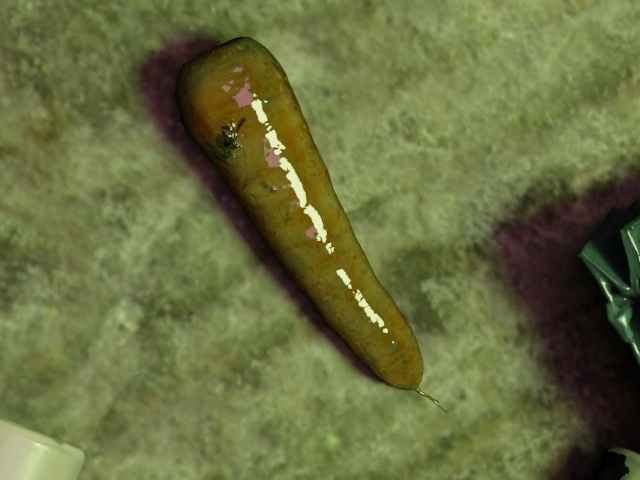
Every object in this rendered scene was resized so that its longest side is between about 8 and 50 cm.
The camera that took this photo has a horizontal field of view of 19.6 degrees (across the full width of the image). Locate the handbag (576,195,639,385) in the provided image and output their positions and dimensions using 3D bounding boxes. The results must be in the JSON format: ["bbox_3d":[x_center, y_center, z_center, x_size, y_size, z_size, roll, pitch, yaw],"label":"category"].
[{"bbox_3d":[0.255,0.080,1.246,0.062,0.179,0.229,-26,95,28],"label":"handbag"}]

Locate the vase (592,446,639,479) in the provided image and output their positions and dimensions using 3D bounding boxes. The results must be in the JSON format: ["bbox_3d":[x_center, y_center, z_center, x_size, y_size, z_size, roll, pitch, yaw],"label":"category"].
[{"bbox_3d":[0.103,0.292,1.212,0.360,0.165,0.165,-40,96,-16],"label":"vase"}]

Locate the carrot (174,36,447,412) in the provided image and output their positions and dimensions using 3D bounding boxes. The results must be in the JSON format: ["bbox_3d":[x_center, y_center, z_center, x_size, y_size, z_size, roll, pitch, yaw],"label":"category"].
[{"bbox_3d":[0.000,0.000,1.244,0.078,0.078,0.298,-34,99,-13],"label":"carrot"}]

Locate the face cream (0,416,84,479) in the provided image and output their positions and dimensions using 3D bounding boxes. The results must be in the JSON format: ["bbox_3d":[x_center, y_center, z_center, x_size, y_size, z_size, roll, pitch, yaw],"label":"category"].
[{"bbox_3d":[-0.246,0.260,1.158,0.092,0.092,0.311,24,83,-11],"label":"face cream"}]
